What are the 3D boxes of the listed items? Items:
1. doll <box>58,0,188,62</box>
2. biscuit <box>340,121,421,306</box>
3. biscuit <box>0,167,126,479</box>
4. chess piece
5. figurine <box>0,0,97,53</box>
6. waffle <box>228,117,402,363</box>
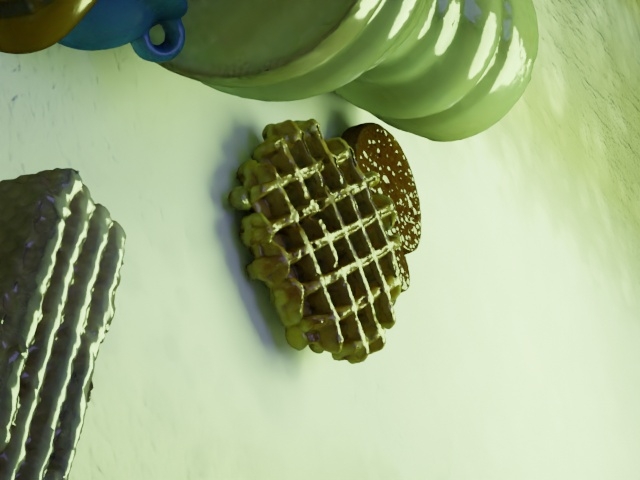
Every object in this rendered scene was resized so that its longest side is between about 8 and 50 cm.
[{"bbox_3d":[-0.142,-0.284,1.063,0.199,0.145,0.363,-19,98,-23],"label":"doll"},{"bbox_3d":[0.044,-0.023,1.453,0.124,0.026,0.175,54,32,-35],"label":"biscuit"},{"bbox_3d":[-0.186,0.147,0.753,0.078,0.144,0.426,54,33,-39],"label":"biscuit"},{"bbox_3d":[0.022,-0.189,1.302,0.442,0.234,0.234,16,62,-66],"label":"chess piece"},{"bbox_3d":[-0.193,-0.210,0.898,0.192,0.167,0.257,-59,137,-22],"label":"figurine"},{"bbox_3d":[0.003,-0.001,1.314,0.191,0.038,0.191,29,51,-44],"label":"waffle"}]
